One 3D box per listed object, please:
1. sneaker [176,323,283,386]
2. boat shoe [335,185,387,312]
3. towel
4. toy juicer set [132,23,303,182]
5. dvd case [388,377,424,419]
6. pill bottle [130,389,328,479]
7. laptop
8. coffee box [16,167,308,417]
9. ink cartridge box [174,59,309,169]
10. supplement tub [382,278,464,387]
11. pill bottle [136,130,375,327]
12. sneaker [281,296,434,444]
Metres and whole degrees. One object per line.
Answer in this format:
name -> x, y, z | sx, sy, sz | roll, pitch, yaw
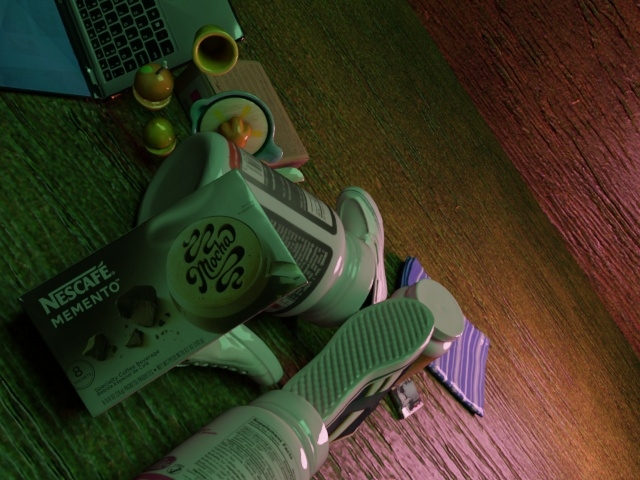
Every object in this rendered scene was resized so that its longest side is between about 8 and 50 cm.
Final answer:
sneaker -> -0.177, 0.152, 0.995 | 0.290, 0.105, 0.123 | 47, 68, -30
boat shoe -> 0.081, 0.023, 1.342 | 0.084, 0.095, 0.258 | -38, 114, -68
towel -> 0.285, 0.215, 1.568 | 0.336, 0.040, 0.243 | 45, 36, -19
toy juicer set -> -0.175, -0.165, 1.103 | 0.329, 0.209, 0.090 | 62, 3, -38
dvd case -> 0.160, 0.291, 1.368 | 0.087, 0.013, 0.120 | -14, 74, -55
pill bottle -> -0.114, 0.311, 0.864 | 0.283, 0.160, 0.160 | -25, 85, -57
laptop -> -0.389, -0.439, 1.047 | 0.236, 0.407, 0.382 | 64, 2, -79
coffee box -> -0.188, 0.061, 0.845 | 0.168, 0.297, 0.119 | 59, -9, -1
ink cartridge box -> -0.151, -0.230, 1.310 | 0.193, 0.088, 0.235 | -18, 80, -54
supplement tub -> 0.155, 0.175, 1.269 | 0.144, 0.199, 0.144 | 29, 37, -25
pill bottle -> -0.091, 0.000, 1.096 | 0.362, 0.210, 0.210 | 32, 42, -35
sneaker -> 0.056, 0.218, 1.113 | 0.321, 0.128, 0.126 | -33, 56, -27
